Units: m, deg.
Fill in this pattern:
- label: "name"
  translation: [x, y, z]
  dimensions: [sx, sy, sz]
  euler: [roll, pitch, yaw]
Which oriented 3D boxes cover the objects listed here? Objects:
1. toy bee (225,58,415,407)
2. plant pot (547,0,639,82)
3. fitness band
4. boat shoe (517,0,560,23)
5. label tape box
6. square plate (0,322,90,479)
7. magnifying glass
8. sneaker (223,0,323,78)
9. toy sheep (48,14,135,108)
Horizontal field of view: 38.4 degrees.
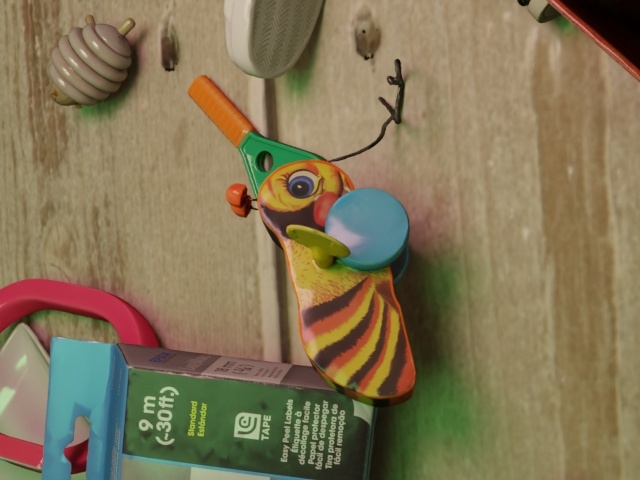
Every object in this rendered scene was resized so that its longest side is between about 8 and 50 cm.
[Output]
- label: "toy bee"
  translation: [0.000, 0.000, 0.812]
  dimensions: [0.162, 0.195, 0.298]
  euler: [-3, 50, 5]
- label: "plant pot"
  translation: [0.341, -0.167, 0.564]
  dimensions: [0.267, 0.236, 0.267]
  euler: [50, 115, 20]
- label: "fitness band"
  translation: [-0.307, 0.149, 1.032]
  dimensions: [0.291, 0.054, 0.209]
  euler: [8, 66, 31]
- label: "boat shoe"
  translation: [0.228, -0.280, 0.720]
  dimensions: [0.069, 0.081, 0.228]
  euler: [49, 117, 17]
- label: "label tape box"
  translation: [-0.122, 0.231, 0.862]
  dimensions: [0.333, 0.106, 0.240]
  euler: [6, 94, 6]
- label: "square plate"
  translation: [-0.347, 0.329, 1.060]
  dimensions: [0.344, 0.049, 0.347]
  euler: [40, 99, 37]
- label: "magnifying glass"
  translation: [-0.059, -0.086, 0.938]
  dimensions: [0.231, 0.026, 0.092]
  euler: [47, 114, 20]
- label: "sneaker"
  translation: [-0.084, -0.301, 0.905]
  dimensions: [0.169, 0.108, 0.292]
  euler: [6, 85, 33]
- label: "toy sheep"
  translation: [-0.254, -0.200, 1.019]
  dimensions: [0.132, 0.091, 0.091]
  euler: [-46, 69, 19]
